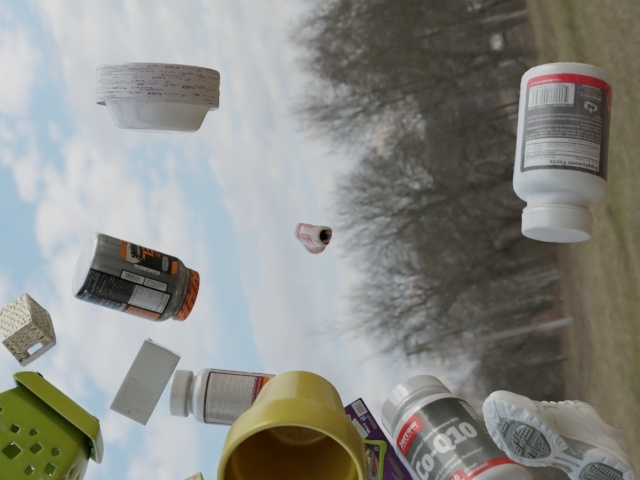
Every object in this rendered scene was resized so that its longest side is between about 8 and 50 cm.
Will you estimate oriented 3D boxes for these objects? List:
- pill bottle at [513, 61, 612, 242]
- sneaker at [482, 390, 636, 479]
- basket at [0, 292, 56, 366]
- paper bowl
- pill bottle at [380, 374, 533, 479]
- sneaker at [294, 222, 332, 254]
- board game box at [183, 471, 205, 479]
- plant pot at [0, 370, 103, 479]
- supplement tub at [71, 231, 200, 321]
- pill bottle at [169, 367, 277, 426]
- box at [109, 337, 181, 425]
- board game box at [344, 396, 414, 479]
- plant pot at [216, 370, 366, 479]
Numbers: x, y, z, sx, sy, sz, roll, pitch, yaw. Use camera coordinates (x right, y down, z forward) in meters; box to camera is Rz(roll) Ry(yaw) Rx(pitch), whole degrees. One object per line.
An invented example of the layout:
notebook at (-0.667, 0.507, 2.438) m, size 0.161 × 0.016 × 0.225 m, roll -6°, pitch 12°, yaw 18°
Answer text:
pill bottle at (0.462, -0.164, 1.878) m, size 0.176 × 0.176 × 0.318 m, roll 41°, pitch -125°, yaw -72°
sneaker at (0.332, 0.264, 1.379) m, size 0.232 × 0.090 × 0.115 m, roll 28°, pitch -142°, yaw -6°
basket at (-0.780, 0.232, 2.586) m, size 0.103 × 0.113 × 0.167 m, roll 55°, pitch 179°, yaw -34°
paper bowl at (-0.374, -0.324, 2.256) m, size 0.284 × 0.284 × 0.148 m, roll -17°, pitch -70°, yaw -80°
pill bottle at (0.227, 0.369, 1.705) m, size 0.283 × 0.161 × 0.161 m, roll 48°, pitch 167°, yaw 50°
sneaker at (0.000, 0.000, 2.099) m, size 0.134 × 0.070 × 0.051 m, roll 40°, pitch -119°, yaw -61°
board game box at (-0.224, 0.578, 2.026) m, size 0.181 × 0.043 × 0.092 m, roll 65°, pitch 174°, yaw -9°
plant pot at (-0.530, 0.383, 1.800) m, size 0.227 × 0.207 × 0.228 m, roll 35°, pitch 154°, yaw 10°
supplement tub at (-0.505, 0.110, 2.696) m, size 0.316 × 0.193 × 0.193 m, roll 20°, pitch -139°, yaw -24°
pill bottle at (-0.206, 0.338, 2.109) m, size 0.121 × 0.221 × 0.121 m, roll 5°, pitch -90°, yaw -87°
box at (-0.391, 0.315, 2.199) m, size 0.170 × 0.091 × 0.130 m, roll -63°, pitch 4°, yaw -6°
board game box at (0.099, 0.571, 2.319) m, size 0.347 × 0.208 × 0.056 m, roll 57°, pitch 163°, yaw 20°
plant pot at (-0.045, 0.360, 1.741) m, size 0.239 × 0.254 × 0.254 m, roll -86°, pitch -23°, yaw -66°
